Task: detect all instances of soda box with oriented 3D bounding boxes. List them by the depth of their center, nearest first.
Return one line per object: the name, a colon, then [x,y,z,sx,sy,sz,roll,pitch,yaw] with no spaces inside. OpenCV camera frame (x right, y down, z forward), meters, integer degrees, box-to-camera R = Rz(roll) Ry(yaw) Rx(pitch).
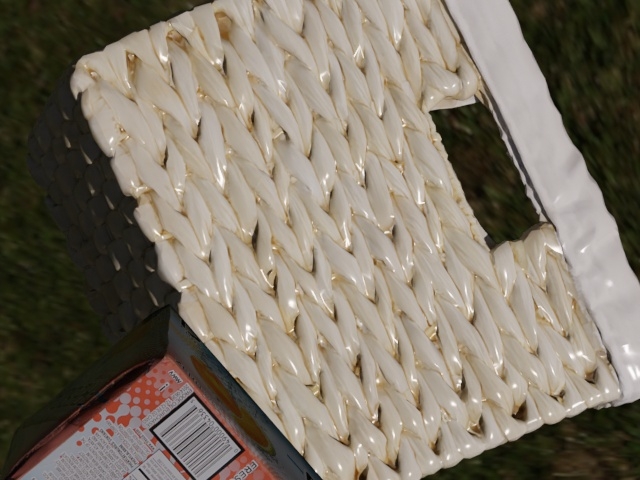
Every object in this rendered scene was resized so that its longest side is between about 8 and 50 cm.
soda box: [-0.004,0.106,0.509,0.058,0.063,0.183,-39,100,4]

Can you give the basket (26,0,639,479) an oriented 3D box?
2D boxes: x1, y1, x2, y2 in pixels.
basket: [0.000,0.000,1.253,0.266,0.331,0.328,-25,91,-16]
